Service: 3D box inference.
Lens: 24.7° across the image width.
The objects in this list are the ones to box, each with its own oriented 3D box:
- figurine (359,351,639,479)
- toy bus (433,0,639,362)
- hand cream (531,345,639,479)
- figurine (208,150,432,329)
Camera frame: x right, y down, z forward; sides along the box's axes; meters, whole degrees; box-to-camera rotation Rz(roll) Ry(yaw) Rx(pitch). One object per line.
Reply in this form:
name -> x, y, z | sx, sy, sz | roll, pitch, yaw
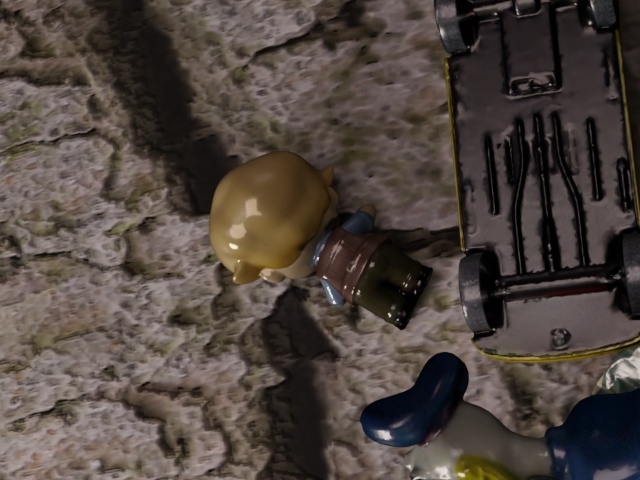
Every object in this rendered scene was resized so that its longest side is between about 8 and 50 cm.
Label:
figurine -> 0.195, 0.150, 1.030 | 0.338, 0.283, 0.204 | 9, 47, 2
toy bus -> 0.181, -0.069, 1.136 | 0.145, 0.151, 0.331 | -7, 79, 16
hand cream -> 0.222, 0.154, 1.143 | 0.075, 0.052, 0.247 | 36, 98, 24
figurine -> 0.000, 0.000, 1.243 | 0.196, 0.108, 0.114 | 25, 104, 6
